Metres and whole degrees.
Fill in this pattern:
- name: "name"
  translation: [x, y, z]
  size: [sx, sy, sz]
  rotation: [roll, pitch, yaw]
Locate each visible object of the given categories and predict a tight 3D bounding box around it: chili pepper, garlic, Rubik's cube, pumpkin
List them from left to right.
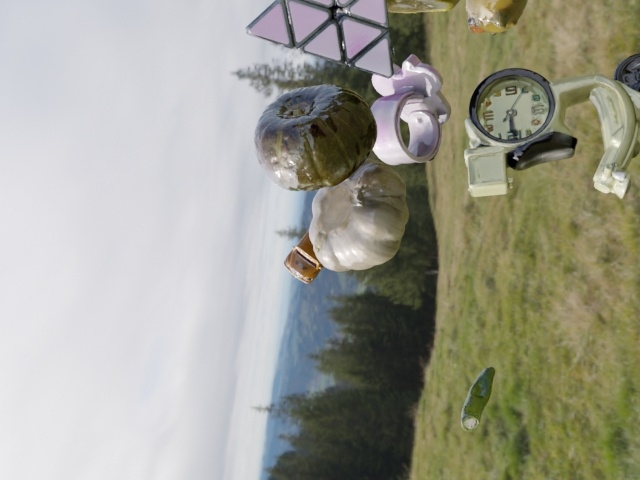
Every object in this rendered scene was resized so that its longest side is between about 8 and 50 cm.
- name: "Rubik's cube"
  translation: [-0.015, -0.317, 0.844]
  size: [0.211, 0.178, 0.190]
  rotation: [58, 162, 22]
- name: "pumpkin"
  translation: [-0.007, -0.167, 1.141]
  size: [0.219, 0.219, 0.162]
  rotation: [-84, -21, -51]
- name: "garlic"
  translation: [0.078, -0.046, 1.271]
  size: [0.228, 0.152, 0.228]
  rotation: [-30, 50, 42]
- name: "chili pepper"
  translation: [0.345, 0.351, 1.463]
  size: [0.201, 0.052, 0.050]
  rotation: [-43, -60, -55]

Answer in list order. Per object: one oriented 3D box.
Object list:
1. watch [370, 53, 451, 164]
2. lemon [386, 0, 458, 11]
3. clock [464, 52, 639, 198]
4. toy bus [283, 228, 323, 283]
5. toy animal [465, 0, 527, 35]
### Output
- name: "watch"
  translation: [0.226, -0.325, 1.748]
  size: [0.248, 0.211, 0.217]
  rotation: [45, -118, -33]
- name: "lemon"
  translation: [0.150, -0.515, 1.150]
  size: [0.240, 0.240, 0.219]
  rotation: [-84, -1, -78]
- name: "clock"
  translation: [0.469, -0.210, 1.270]
  size: [0.120, 0.379, 0.277]
  rotation: [37, -126, -67]
- name: "toy bus"
  translation: [0.000, 0.000, 1.504]
  size: [0.194, 0.083, 0.088]
  rotation: [-53, -6, -9]
- name: "toy animal"
  translation: [0.418, -0.607, 1.594]
  size: [0.169, 0.195, 0.281]
  rotation: [135, 144, -58]
